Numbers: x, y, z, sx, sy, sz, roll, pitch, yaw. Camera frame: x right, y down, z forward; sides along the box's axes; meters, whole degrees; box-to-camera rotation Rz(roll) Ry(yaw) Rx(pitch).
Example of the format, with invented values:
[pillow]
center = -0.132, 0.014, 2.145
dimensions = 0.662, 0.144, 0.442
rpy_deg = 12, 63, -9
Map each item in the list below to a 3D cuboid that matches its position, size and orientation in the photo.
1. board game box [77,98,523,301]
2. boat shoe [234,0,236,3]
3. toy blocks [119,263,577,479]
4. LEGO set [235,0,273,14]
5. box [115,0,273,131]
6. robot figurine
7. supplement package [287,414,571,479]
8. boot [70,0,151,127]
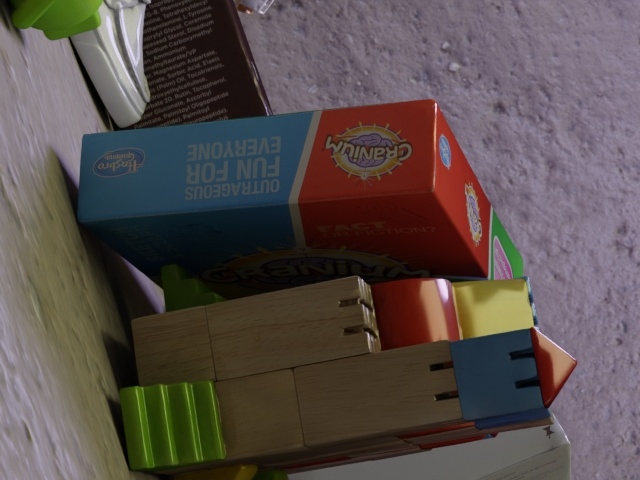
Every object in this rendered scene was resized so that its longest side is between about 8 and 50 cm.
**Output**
[board game box]
center = 0.000, 0.000, 1.189
dimensions = 0.316, 0.242, 0.064
rpy_deg = 48, 40, -64
[boat shoe]
center = -0.153, -0.186, 1.907
dimensions = 0.120, 0.122, 0.324
rpy_deg = -60, 148, -44
[toy blocks]
center = 0.041, 0.093, 1.126
dimensions = 0.381, 0.260, 0.191
rpy_deg = 45, 35, -77
[LEGO set]
center = -0.142, -0.219, 2.061
dimensions = 0.107, 0.132, 0.287
rpy_deg = -117, -153, -51
[box]
center = -0.123, -0.144, 1.542
dimensions = 0.191, 0.143, 0.381
rpy_deg = 63, 6, -81
[robot figurine]
center = -0.181, -0.184, 1.091
dimensions = 0.115, 0.067, 0.101
rpy_deg = 69, 10, -53
[supplement package]
center = 0.089, 0.212, 1.661
dimensions = 0.145, 0.261, 0.204
rpy_deg = 81, -15, -50
[boot]
center = -0.162, -0.232, 1.391
dimensions = 0.095, 0.123, 0.258
rpy_deg = -104, 175, -78
